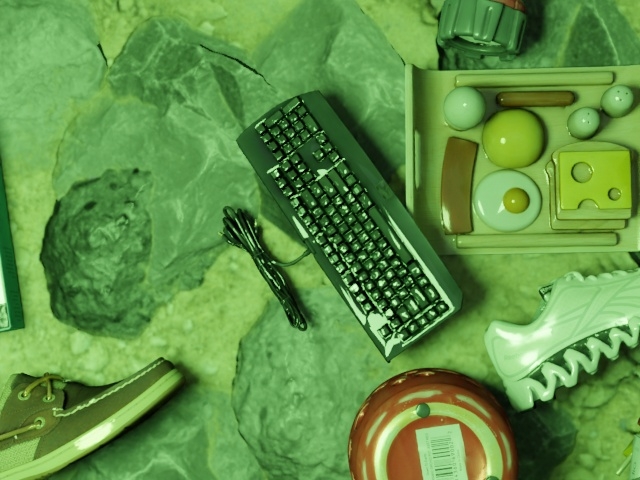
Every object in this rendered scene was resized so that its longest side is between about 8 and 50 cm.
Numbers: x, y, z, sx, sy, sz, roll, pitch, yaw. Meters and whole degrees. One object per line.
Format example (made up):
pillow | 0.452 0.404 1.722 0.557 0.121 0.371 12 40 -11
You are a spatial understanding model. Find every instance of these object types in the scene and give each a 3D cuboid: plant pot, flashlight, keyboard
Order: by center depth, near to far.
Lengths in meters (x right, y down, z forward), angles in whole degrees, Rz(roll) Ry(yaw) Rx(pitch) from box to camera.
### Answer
plant pot | 0.121 0.236 1.304 0.191 0.174 0.191 0 86 5
keyboard | 0.000 0.000 1.363 0.201 0.033 0.317 -39 76 16
flashlight | 0.210 -0.364 1.373 0.103 0.103 0.304 13 88 5

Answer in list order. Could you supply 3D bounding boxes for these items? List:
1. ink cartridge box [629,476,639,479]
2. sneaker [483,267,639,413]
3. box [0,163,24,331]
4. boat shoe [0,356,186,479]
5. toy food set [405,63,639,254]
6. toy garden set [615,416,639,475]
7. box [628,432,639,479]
ink cartridge box | 0.446 0.368 1.228 0.261 0.066 0.296 -17 88 2
sneaker | 0.319 0.075 1.342 0.292 0.110 0.118 -31 76 0
box | -0.419 -0.008 1.404 0.100 0.060 0.244 -9 86 3
boat shoe | -0.321 0.205 1.358 0.342 0.123 0.123 -29 86 7
toy food set | 0.249 -0.096 1.358 0.306 0.092 0.220 -1 86 4
toy garden set | 0.388 0.327 1.346 0.204 0.049 0.244 39 90 3
box | 0.483 0.350 1.287 0.322 0.058 0.232 9 88 4
